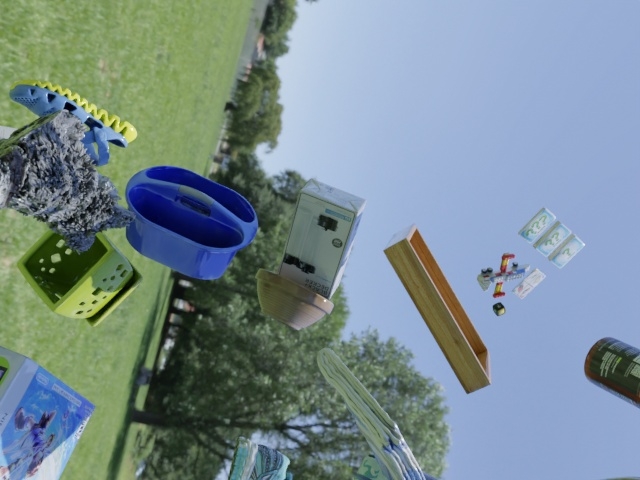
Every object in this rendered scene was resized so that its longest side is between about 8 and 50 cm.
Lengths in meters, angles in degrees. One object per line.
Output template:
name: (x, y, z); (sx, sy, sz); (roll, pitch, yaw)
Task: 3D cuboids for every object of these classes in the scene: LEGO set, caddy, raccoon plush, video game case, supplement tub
LEGO set: (0.446, 0.065, 1.301); (0.244, 0.182, 0.060); (-48, -143, 15)
caddy: (-0.330, -0.061, 1.539); (0.241, 0.341, 0.179); (-70, -175, -48)
raccoon plush: (-0.552, -0.055, 1.205); (0.446, 0.216, 0.299); (-81, 149, -59)
video game case: (-0.414, 0.291, 0.783); (0.270, 0.061, 0.244); (91, 20, -62)
supplement tub: (0.615, 0.267, 1.155); (0.198, 0.106, 0.106); (30, -76, 60)

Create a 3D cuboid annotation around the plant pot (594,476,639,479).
plant pot: (0.208, 0.372, 0.480); (0.274, 0.256, 0.256); (69, -27, 19)

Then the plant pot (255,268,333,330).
plant pot: (-0.090, 0.178, 1.693); (0.110, 0.237, 0.237); (-63, -170, -11)

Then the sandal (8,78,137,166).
sandal: (-0.627, -0.292, 1.527); (0.126, 0.317, 0.138); (4, -109, 54)

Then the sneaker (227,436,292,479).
sneaker: (-0.123, 0.499, 1.216); (0.283, 0.122, 0.110); (101, 1, -51)

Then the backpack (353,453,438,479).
backpack: (0.201, 0.629, 1.365); (0.290, 0.356, 0.273); (18, -129, 45)

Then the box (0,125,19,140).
box: (-0.770, -0.195, 1.364); (0.130, 0.170, 0.091); (-41, -131, 51)

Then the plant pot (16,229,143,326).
plant pot: (-0.644, 0.087, 1.668); (0.227, 0.228, 0.207); (-46, 149, -9)

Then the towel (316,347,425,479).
towel: (0.089, 0.298, 0.866); (0.209, 0.034, 0.285); (42, -19, 53)

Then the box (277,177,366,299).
box: (0.000, 0.000, 1.630); (0.087, 0.169, 0.290); (-55, 166, -57)

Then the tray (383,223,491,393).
tray: (0.303, 0.166, 1.551); (0.076, 0.411, 0.203); (-30, -177, 19)
